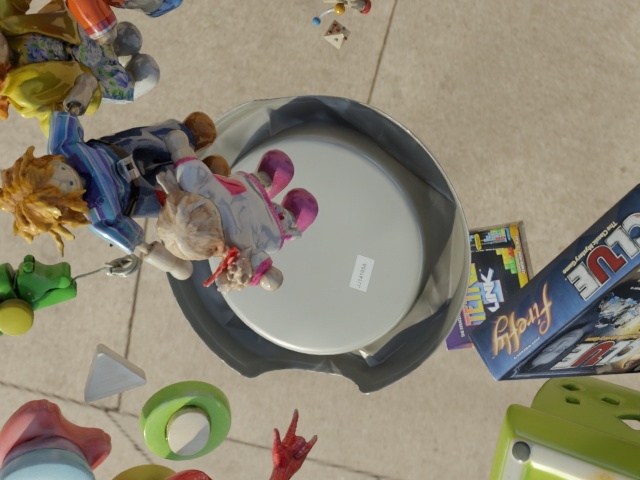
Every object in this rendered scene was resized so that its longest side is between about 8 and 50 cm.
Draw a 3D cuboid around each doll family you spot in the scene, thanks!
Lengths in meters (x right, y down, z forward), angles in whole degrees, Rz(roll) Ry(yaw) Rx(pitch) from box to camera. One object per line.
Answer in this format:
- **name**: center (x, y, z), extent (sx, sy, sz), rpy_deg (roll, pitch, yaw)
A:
- **doll family**: center (-0.123, -0.064, 0.516), extent (0.118, 0.163, 0.263), rpy_deg (-34, 85, 26)

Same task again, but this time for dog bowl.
- **dog bowl**: center (0.000, 0.000, 1.028), extent (0.348, 0.102, 0.349), rpy_deg (5, 107, 15)

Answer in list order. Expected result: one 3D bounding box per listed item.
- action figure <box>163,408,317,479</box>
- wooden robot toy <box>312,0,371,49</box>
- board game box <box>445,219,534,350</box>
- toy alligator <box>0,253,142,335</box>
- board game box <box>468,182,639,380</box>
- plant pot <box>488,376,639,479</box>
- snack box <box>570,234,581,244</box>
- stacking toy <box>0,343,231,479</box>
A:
- **action figure**: center (0.033, 0.191, 0.447), extent (0.280, 0.139, 0.091), rpy_deg (50, 143, -16)
- **wooden robot toy**: center (0.045, -0.339, 1.200), extent (0.076, 0.079, 0.173), rpy_deg (6, 100, -21)
- **board game box**: center (0.237, 0.066, 1.318), extent (0.141, 0.048, 0.170), rpy_deg (-10, 97, 23)
- **toy alligator**: center (-0.235, 0.036, 0.710), extent (0.189, 0.056, 0.051), rpy_deg (-24, 121, 0)
- **board game box**: center (0.243, 0.040, 0.680), extent (0.243, 0.042, 0.165), rpy_deg (5, 136, -44)
- **plant pot**: center (0.263, 0.262, 0.822), extent (0.228, 0.207, 0.227), rpy_deg (16, 96, 33)
- **snack box**: center (0.386, 0.025, 1.093), extent (0.100, 0.141, 0.037), rpy_deg (-39, 149, -9)
- **stacking toy**: center (-0.266, 0.312, 1.241), extent (0.309, 0.130, 0.279), rpy_deg (30, 109, -32)
